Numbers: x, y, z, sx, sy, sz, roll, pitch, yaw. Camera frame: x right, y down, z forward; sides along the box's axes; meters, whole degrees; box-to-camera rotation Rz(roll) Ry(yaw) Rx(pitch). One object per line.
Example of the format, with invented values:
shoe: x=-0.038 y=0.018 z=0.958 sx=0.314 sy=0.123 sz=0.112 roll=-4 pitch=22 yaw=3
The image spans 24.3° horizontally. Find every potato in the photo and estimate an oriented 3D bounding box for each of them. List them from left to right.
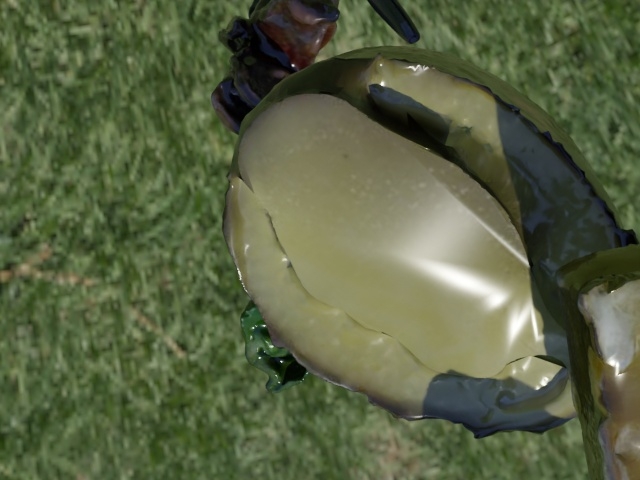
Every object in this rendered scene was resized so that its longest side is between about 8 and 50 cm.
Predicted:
potato: x=0.082 y=-0.016 z=0.995 sx=0.285 sy=0.242 sz=0.242 roll=25 pitch=132 yaw=0

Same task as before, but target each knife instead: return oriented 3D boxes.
knife: x=0.016 y=-0.252 z=1.270 sx=0.018 sy=0.247 sz=0.035 roll=-31 pitch=151 yaw=-8

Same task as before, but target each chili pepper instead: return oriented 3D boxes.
chili pepper: x=0.000 y=-0.001 z=1.123 sx=0.083 sy=0.253 sz=0.099 roll=1 pitch=139 yaw=19

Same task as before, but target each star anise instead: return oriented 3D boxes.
star anise: x=-0.046 y=-0.202 z=1.458 sx=0.099 sy=0.214 sz=0.220 roll=27 pitch=169 yaw=-11

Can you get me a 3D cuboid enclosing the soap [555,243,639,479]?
soap: x=0.293 y=0.076 z=0.773 sx=0.315 sy=0.091 sz=0.199 roll=-12 pitch=104 yaw=2
